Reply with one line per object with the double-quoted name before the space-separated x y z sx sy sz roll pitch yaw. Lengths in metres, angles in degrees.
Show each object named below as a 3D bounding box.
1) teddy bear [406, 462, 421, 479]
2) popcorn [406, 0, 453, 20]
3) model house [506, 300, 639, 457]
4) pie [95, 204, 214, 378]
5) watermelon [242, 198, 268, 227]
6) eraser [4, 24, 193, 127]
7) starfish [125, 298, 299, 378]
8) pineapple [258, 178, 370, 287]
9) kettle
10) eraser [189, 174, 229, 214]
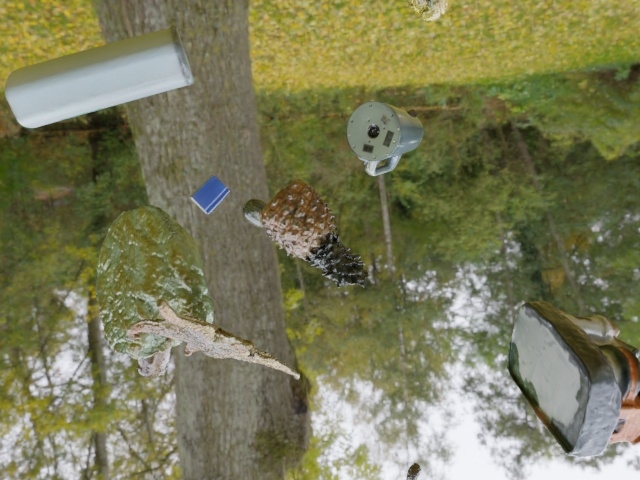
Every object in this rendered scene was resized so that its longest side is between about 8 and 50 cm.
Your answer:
"teddy bear" 0.237 0.656 1.488 0.078 0.160 0.119 -16 -155 3
"popcorn" 0.298 -0.685 1.598 0.148 0.167 0.152 -6 -137 -5
"model house" 0.537 0.243 1.091 0.300 0.190 0.271 5 -159 -11
"pie" -0.294 0.076 0.991 0.274 0.257 0.105 -43 163 33
"watermelon" -0.188 -0.083 1.775 0.110 0.078 0.078 38 160 -29
"eraser" -0.374 -0.288 1.025 0.290 0.104 0.189 -17 -149 -6
"starfish" -0.159 0.148 0.858 0.231 0.048 0.295 -6 152 41
"pineapple" 0.000 0.000 1.297 0.158 0.279 0.158 -45 176 -4
"kettle" 0.192 -0.282 1.680 0.160 0.211 0.243 27 -161 25
"eraser" -0.283 -0.118 1.508 0.085 0.063 0.027 -49 -161 -16
